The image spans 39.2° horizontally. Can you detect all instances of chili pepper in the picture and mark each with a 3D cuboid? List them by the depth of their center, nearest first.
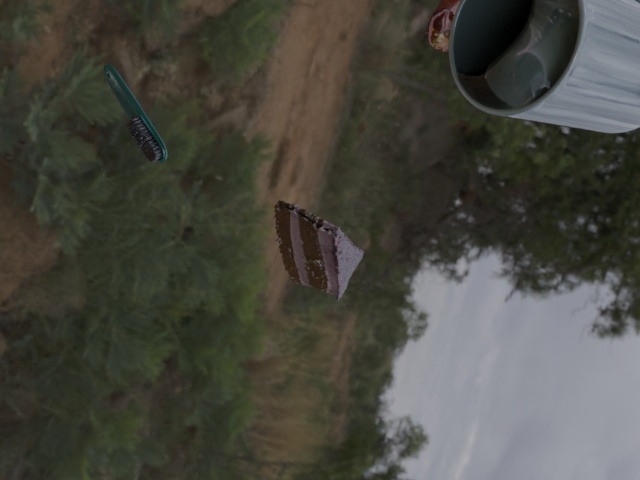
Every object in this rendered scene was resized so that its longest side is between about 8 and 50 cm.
[{"bbox_3d":[0.267,-0.441,1.731,0.086,0.084,0.192,-39,-170,48],"label":"chili pepper"}]

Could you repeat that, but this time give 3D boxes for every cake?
[{"bbox_3d":[0.000,0.000,1.432,0.112,0.116,0.295,-61,167,-13],"label":"cake"}]

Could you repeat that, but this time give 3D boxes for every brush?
[{"bbox_3d":[-0.315,-0.209,1.488,0.032,0.193,0.043,-29,173,-44],"label":"brush"}]

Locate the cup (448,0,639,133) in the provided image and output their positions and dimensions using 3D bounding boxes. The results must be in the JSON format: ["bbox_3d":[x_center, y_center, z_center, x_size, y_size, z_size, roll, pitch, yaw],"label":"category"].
[{"bbox_3d":[0.349,-0.252,1.225,0.312,0.205,0.205,3,109,-42],"label":"cup"}]
